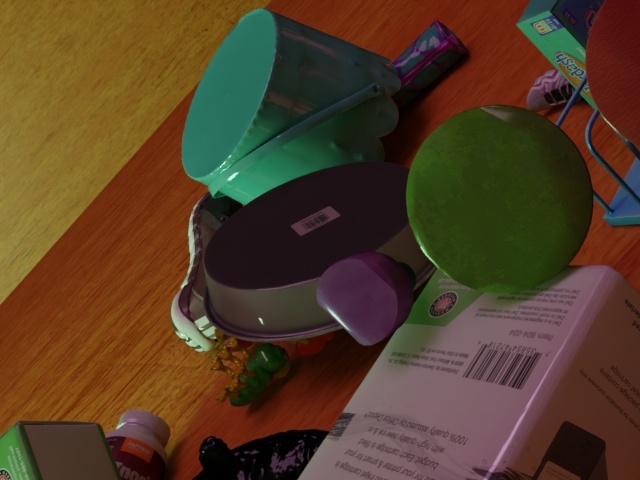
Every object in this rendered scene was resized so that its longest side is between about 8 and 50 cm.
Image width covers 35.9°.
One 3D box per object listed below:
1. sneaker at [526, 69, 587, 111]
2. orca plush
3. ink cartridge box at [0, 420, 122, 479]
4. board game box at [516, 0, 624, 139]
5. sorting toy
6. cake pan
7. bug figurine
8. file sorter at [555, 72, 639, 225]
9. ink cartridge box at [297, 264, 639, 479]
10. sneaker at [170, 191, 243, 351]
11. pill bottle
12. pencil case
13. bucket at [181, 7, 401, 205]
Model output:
[{"bbox_3d":[0.256,-0.155,1.019,0.098,0.038,0.069,-37,24,27],"label":"sneaker"},{"bbox_3d":[-0.071,0.227,0.916,0.287,0.102,0.151,-24,33,46],"label":"orca plush"},{"bbox_3d":[-0.330,0.354,1.043,0.289,0.121,0.211,-39,63,22],"label":"ink cartridge box"},{"bbox_3d":[0.288,-0.224,0.912,0.047,0.160,0.210,-9,44,59],"label":"board game box"},{"bbox_3d":[0.158,-0.050,0.700,0.365,0.127,0.126,-39,-7,26],"label":"sorting toy"},{"bbox_3d":[0.000,0.000,1.071,0.293,0.054,0.293,-17,27,9],"label":"cake pan"},{"bbox_3d":[-0.042,0.080,1.149,0.216,0.072,0.279,-47,24,14],"label":"bug figurine"},{"bbox_3d":[0.285,-0.091,0.773,0.118,0.104,0.170,-57,24,-18],"label":"file sorter"},{"bbox_3d":[0.104,0.155,0.690,0.273,0.115,0.198,-55,23,-17],"label":"ink cartridge box"},{"bbox_3d":[-0.102,0.015,1.356,0.162,0.106,0.281,-28,39,30],"label":"sneaker"},{"bbox_3d":[-0.231,0.278,1.157,0.086,0.086,0.152,-31,28,37],"label":"pill bottle"},{"bbox_3d":[0.127,-0.230,1.352,0.152,0.064,0.070,-42,7,17],"label":"pencil case"},{"bbox_3d":[-0.048,-0.158,1.307,0.281,0.183,0.281,-39,40,43],"label":"bucket"}]
